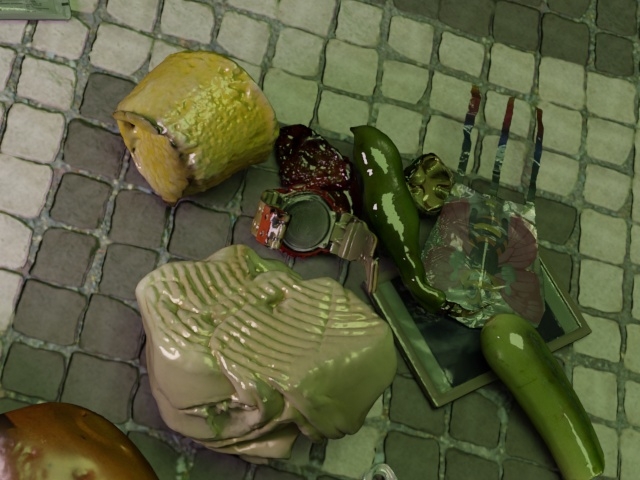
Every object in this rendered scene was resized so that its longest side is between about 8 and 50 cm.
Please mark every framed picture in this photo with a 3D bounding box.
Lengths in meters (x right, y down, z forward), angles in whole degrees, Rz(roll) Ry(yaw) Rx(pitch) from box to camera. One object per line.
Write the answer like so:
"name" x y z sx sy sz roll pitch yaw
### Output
"framed picture" 0.219 0.094 1.967 0.281 0.019 0.209 -24 74 -26

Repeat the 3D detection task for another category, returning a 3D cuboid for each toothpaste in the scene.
"toothpaste" -0.444 -0.322 1.962 0.197 0.029 0.048 -7 69 -23

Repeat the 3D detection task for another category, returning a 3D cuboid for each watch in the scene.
"watch" -0.006 -0.003 1.813 0.164 0.268 0.102 17 99 -6

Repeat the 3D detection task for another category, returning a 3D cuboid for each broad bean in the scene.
"broad bean" 0.117 -0.024 1.932 0.098 0.056 0.318 -27 76 -19

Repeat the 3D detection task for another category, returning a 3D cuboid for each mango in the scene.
"mango" -0.277 0.308 1.630 0.287 0.153 0.201 41 69 7

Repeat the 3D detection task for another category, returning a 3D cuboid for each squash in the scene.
"squash" 0.296 0.207 1.891 0.083 0.083 0.250 -30 87 -27

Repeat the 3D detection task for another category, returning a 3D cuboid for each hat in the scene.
"hat" 0.145 -0.077 2.007 0.076 0.059 0.077 44 64 -12

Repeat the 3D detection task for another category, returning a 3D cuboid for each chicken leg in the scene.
"chicken leg" 0.009 -0.079 1.972 0.205 0.053 0.093 43 79 13

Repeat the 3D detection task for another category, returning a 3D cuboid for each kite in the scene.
"kite" 0.238 -0.048 1.995 0.204 0.022 0.361 14 70 -15

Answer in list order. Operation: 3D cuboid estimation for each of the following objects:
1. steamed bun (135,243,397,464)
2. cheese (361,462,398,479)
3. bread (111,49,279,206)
"steamed bun" -0.069 0.153 1.746 0.289 0.203 0.276 -9 43 -16
"cheese" 0.129 0.380 1.772 0.137 0.064 0.227 -28 74 -29
"bread" -0.164 -0.153 1.872 0.197 0.197 0.170 44 65 7
